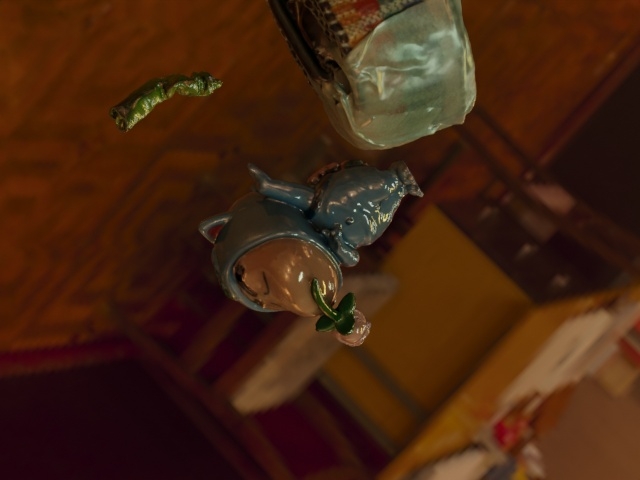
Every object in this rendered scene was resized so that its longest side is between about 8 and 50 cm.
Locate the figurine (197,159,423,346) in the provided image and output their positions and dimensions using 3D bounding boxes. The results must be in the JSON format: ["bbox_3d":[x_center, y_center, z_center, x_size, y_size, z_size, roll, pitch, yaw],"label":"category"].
[{"bbox_3d":[0.003,0.004,1.390,0.178,0.144,0.114,-30,149,3],"label":"figurine"}]

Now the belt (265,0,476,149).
[{"bbox_3d":[0.039,-0.205,1.638,0.150,0.257,0.207,-27,166,-9],"label":"belt"}]

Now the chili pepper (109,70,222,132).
[{"bbox_3d":[-0.104,-0.098,1.178,0.083,0.027,0.022,-25,132,-26],"label":"chili pepper"}]
